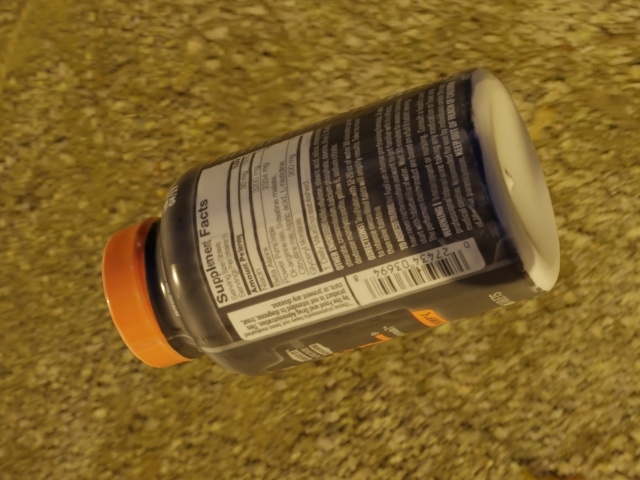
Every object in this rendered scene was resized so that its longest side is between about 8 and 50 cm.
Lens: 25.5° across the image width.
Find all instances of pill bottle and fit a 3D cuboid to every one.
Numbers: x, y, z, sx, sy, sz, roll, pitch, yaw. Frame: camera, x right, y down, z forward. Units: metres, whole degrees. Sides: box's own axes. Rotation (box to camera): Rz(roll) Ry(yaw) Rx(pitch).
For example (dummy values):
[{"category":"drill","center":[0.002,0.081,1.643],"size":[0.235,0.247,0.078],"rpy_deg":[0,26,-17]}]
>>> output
[{"category":"pill bottle","center":[0.000,0.000,0.801],"size":[0.246,0.130,0.130],"rpy_deg":[-18,91,20]}]
